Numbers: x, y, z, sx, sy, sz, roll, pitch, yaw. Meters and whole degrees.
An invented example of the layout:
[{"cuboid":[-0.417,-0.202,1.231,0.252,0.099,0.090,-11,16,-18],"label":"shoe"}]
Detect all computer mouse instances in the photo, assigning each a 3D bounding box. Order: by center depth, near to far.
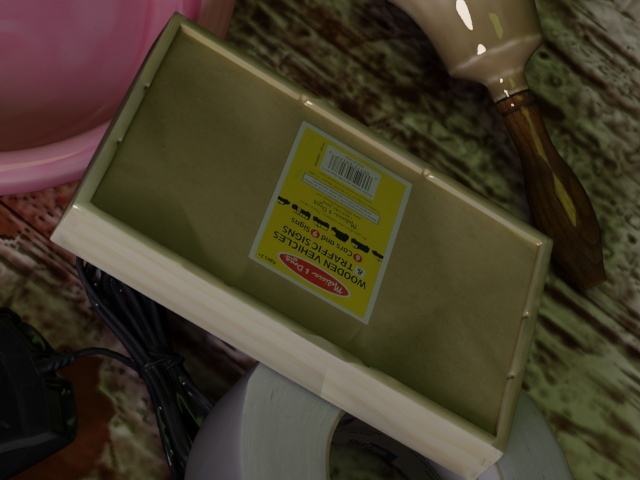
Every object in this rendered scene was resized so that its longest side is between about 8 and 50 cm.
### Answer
[{"cuboid":[-0.174,0.120,0.903,0.262,0.060,0.184,-24,73,-35],"label":"computer mouse"}]

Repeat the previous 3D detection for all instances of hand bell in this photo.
[{"cuboid":[0.131,-0.082,1.081,0.126,0.126,0.242,-20,87,-24],"label":"hand bell"}]

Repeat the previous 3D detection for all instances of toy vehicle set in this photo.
[{"cuboid":[0.000,0.000,0.921,0.267,0.035,0.166,31,47,-10],"label":"toy vehicle set"}]

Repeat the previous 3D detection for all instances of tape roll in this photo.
[{"cuboid":[0.037,0.148,0.915,0.219,0.072,0.219,17,51,-22],"label":"tape roll"}]

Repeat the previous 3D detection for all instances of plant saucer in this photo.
[{"cuboid":[-0.219,-0.169,1.004,0.332,0.084,0.332,7,64,-15],"label":"plant saucer"}]
